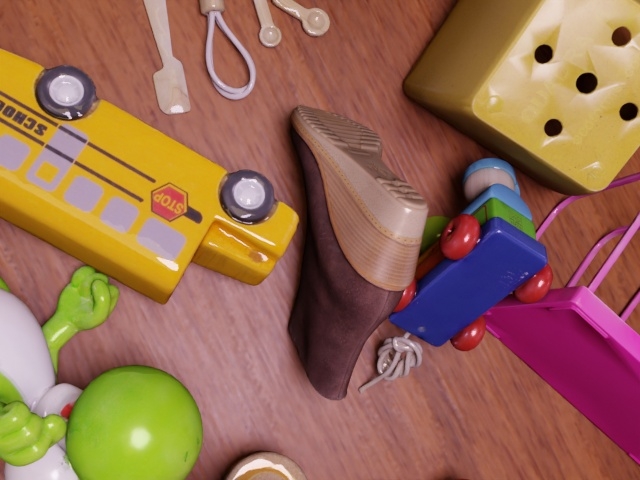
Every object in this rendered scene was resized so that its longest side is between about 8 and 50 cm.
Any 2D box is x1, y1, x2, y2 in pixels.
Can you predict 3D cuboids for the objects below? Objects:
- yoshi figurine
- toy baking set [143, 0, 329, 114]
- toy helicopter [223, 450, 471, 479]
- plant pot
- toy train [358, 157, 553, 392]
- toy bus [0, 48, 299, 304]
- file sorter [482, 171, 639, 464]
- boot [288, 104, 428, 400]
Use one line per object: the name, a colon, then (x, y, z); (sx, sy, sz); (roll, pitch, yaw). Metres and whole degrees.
yoshi figurine: (-0.233, 0.104, 0.618); (0.362, 0.203, 0.203); (45, 67, -6)
toy baking set: (-0.099, -0.256, 0.762); (0.256, 0.030, 0.197); (-41, 95, -12)
toy helicopter: (0.069, 0.301, 0.701); (0.355, 0.140, 0.235); (36, 77, -5)
plant pot: (0.226, -0.160, 0.705); (0.212, 0.187, 0.212); (31, 109, -9)
toy train: (0.111, 0.036, 0.746); (0.105, 0.248, 0.143); (30, 39, -17)
toy bus: (-0.192, -0.049, 0.673); (0.332, 0.108, 0.130); (30, 68, -8)
file sorter: (0.344, 0.092, 0.745); (0.291, 0.202, 0.182); (41, 75, -6)
boot: (0.000, 0.000, 0.716); (0.090, 0.248, 0.207); (8, 119, -29)
